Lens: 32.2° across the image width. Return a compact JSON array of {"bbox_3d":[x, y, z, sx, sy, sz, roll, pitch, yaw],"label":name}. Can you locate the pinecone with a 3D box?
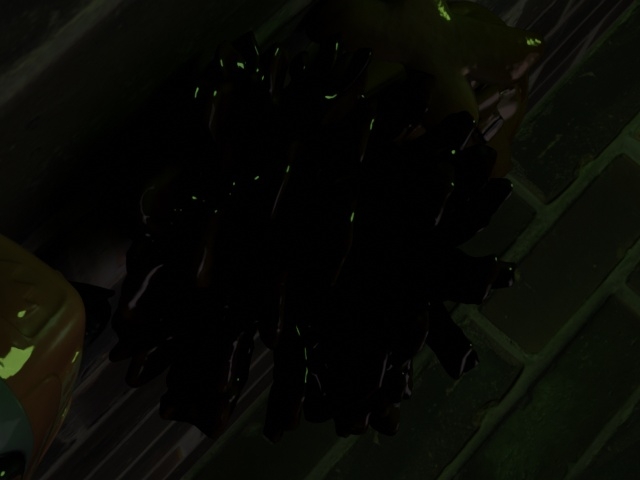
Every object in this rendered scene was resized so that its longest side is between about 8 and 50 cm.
[{"bbox_3d":[0.000,0.000,1.019,0.398,0.397,0.398,-47,170,-11],"label":"pinecone"}]

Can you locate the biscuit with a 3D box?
[{"bbox_3d":[0.108,-0.206,1.137,0.164,0.208,0.047,-49,-170,6],"label":"biscuit"}]

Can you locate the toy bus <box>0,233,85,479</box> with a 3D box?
[{"bbox_3d":[-0.278,0.114,0.797,0.232,0.194,0.288,-56,178,-46],"label":"toy bus"}]

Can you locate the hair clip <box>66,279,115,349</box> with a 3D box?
[{"bbox_3d":[-0.314,0.149,1.072,0.095,0.110,0.359,19,125,-35],"label":"hair clip"}]

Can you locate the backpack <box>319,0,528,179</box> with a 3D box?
[{"bbox_3d":[0.109,-0.145,1.366,0.353,0.201,0.378,-33,161,-25],"label":"backpack"}]
